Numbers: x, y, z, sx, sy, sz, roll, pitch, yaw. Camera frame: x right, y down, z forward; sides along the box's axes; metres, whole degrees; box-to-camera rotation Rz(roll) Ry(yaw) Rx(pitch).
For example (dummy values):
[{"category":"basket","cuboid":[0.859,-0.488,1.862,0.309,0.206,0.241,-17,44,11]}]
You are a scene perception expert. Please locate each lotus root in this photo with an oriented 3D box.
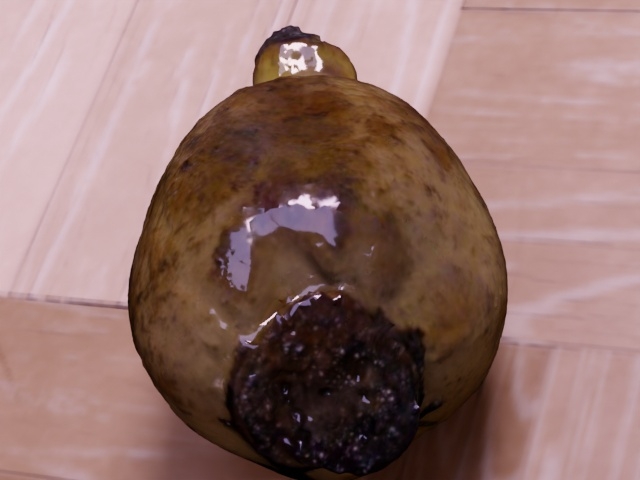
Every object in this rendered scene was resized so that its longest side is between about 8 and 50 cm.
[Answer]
[{"category":"lotus root","cuboid":[0.000,0.000,0.732,0.138,0.138,0.214,-13,39,13]}]
